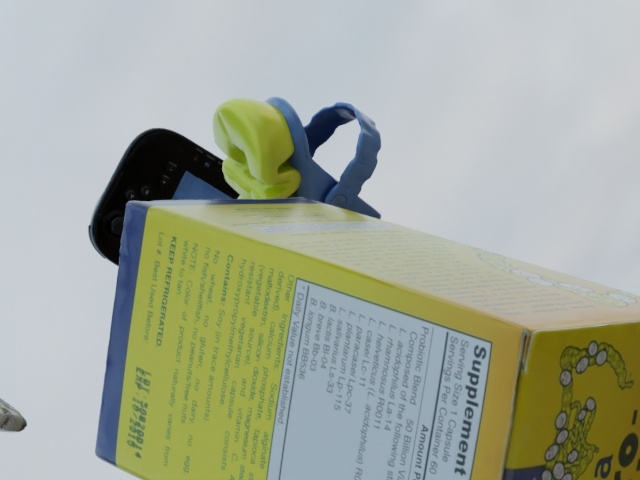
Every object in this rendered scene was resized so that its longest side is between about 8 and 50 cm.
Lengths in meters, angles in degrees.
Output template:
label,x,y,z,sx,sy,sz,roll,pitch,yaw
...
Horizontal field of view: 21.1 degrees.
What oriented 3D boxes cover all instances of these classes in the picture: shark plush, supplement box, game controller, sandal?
label,x,y,z,sx,sy,sz,roll,pitch,yaw
shark plush,-0.360,0.165,1.714,0.067,0.161,0.073,9,-96,-41
supplement box,0.041,0.100,1.166,0.195,0.356,0.194,-2,-75,-47
game controller,-0.114,0.003,1.993,0.319,0.067,0.166,31,-92,-28
sandal,0.000,0.000,1.558,0.138,0.126,0.317,-23,-51,-23
